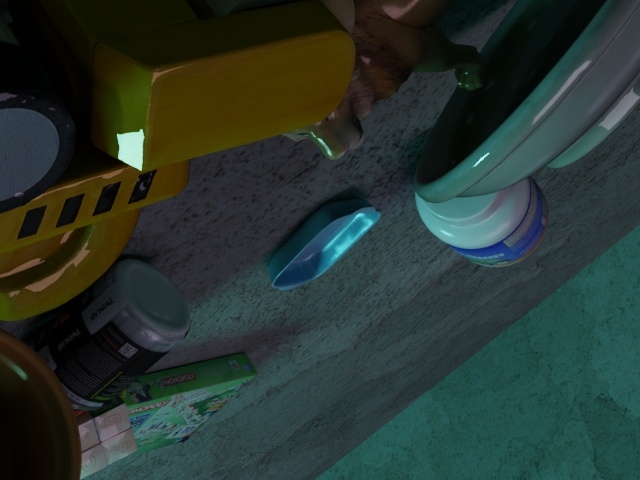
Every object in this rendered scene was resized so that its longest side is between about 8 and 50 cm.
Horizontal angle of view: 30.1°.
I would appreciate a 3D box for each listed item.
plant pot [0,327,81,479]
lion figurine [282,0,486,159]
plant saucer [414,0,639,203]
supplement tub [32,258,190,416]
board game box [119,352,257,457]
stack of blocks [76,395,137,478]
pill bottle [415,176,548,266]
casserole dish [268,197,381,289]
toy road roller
[{"bbox_3d":[-0.403,0.232,1.221,0.291,0.290,0.203,-24,176,-22],"label":"plant pot"},{"bbox_3d":[0.099,-0.243,1.043,0.240,0.142,0.392,4,126,-48],"label":"lion figurine"},{"bbox_3d":[0.244,-0.179,1.123,0.400,0.100,0.400,-52,-172,10],"label":"plant saucer"},{"bbox_3d":[-0.251,0.118,1.374,0.190,0.117,0.117,-40,160,22],"label":"supplement tub"},{"bbox_3d":[-0.270,0.269,1.832,0.317,0.046,0.213,-6,148,-52],"label":"board game box"},{"bbox_3d":[-0.377,0.265,1.431,0.297,0.171,0.087,-24,131,-23],"label":"stack of blocks"},{"bbox_3d":[0.215,-0.055,1.615,0.152,0.152,0.272,-36,161,11],"label":"pill bottle"},{"bbox_3d":[0.000,0.000,1.597,0.114,0.037,0.188,-9,151,-50],"label":"casserole dish"},{"bbox_3d":[-0.157,-0.092,0.798,0.330,0.202,0.240,-20,144,-25],"label":"toy road roller"}]
